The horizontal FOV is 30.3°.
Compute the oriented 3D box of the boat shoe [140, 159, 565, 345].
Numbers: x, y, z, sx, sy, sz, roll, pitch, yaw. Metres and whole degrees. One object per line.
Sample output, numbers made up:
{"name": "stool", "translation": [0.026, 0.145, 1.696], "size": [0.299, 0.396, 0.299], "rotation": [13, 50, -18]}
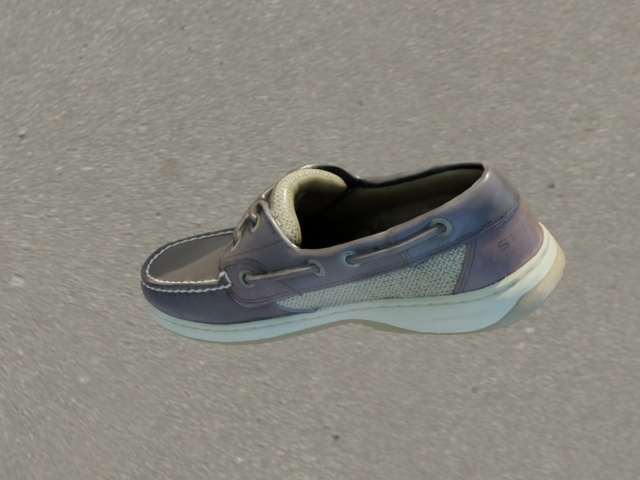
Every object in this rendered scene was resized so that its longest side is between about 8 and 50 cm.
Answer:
{"name": "boat shoe", "translation": [0.000, 0.000, 0.692], "size": [0.103, 0.285, 0.092], "rotation": [-49, 125, -41]}
